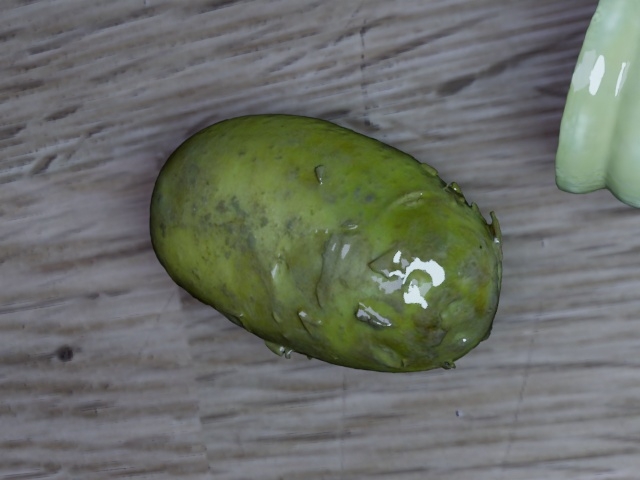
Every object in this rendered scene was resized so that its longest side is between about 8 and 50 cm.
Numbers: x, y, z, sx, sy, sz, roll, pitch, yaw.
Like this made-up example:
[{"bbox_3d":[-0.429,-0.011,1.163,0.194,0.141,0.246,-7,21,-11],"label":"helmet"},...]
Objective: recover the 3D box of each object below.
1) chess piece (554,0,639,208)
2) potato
[{"bbox_3d":[0.268,-0.059,0.868,0.251,0.144,0.144,18,103,15],"label":"chess piece"},{"bbox_3d":[0.000,0.000,1.005,0.251,0.113,0.149,19,111,31],"label":"potato"}]
